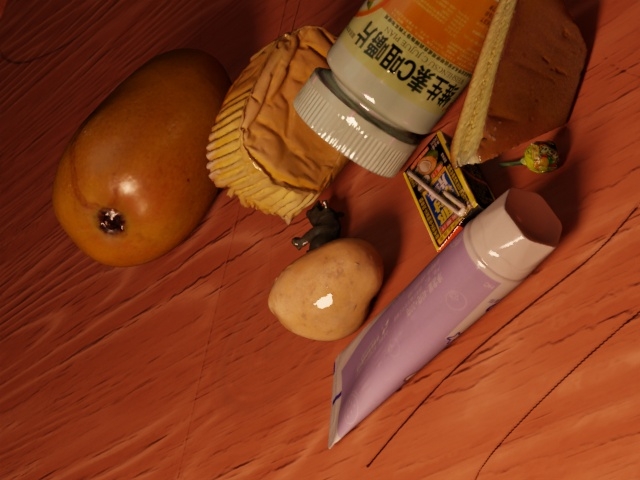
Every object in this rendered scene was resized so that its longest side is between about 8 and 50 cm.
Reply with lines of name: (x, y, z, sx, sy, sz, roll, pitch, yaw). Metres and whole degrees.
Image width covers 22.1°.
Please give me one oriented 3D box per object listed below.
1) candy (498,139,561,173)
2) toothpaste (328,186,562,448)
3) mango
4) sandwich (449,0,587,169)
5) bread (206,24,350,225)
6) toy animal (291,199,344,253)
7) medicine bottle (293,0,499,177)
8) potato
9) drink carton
candy: (0.216, -0.084, 1.733, 0.123, 0.035, 0.035, 170, 82, -72)
toothpaste: (0.106, 0.078, 1.708, 0.371, 0.080, 0.125, -45, 29, 38)
mango: (-0.245, -0.134, 2.407, 0.264, 0.221, 0.378, -32, 27, 50)
sandwich: (0.214, -0.177, 1.756, 0.094, 0.096, 0.258, -19, 48, 63)
bread: (-0.038, -0.150, 2.087, 0.133, 0.179, 0.250, -18, 41, 53)
toy animal: (0.000, 0.000, 2.012, 0.065, 0.047, 0.136, -35, 33, 32)
medicine bottle: (0.121, -0.242, 1.919, 0.318, 0.158, 0.158, -52, 26, 15)
potato: (0.010, 0.057, 1.870, 0.147, 0.112, 0.112, -38, 32, 25)
drink carton: (0.144, -0.047, 1.787, 0.071, 0.056, 0.166, -53, 26, 20)
